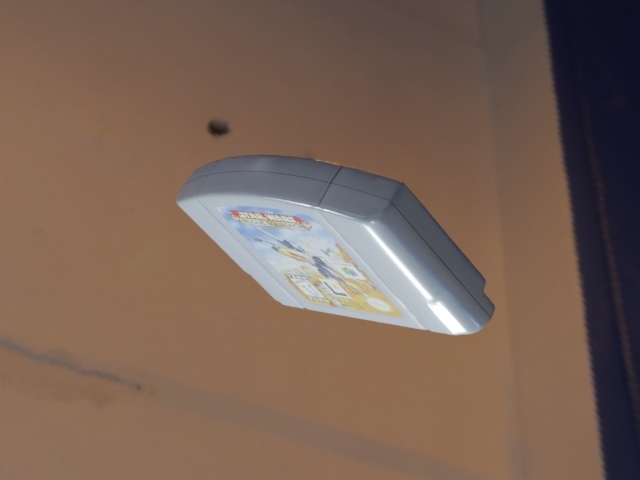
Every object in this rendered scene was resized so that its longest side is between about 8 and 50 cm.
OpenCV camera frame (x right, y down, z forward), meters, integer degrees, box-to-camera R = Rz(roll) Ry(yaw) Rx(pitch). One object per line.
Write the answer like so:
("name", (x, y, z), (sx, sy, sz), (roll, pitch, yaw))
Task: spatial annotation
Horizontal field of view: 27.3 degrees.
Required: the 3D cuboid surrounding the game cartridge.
("game cartridge", (0.000, 0.000, 1.226), (0.198, 0.297, 0.062), (42, -113, -35))
